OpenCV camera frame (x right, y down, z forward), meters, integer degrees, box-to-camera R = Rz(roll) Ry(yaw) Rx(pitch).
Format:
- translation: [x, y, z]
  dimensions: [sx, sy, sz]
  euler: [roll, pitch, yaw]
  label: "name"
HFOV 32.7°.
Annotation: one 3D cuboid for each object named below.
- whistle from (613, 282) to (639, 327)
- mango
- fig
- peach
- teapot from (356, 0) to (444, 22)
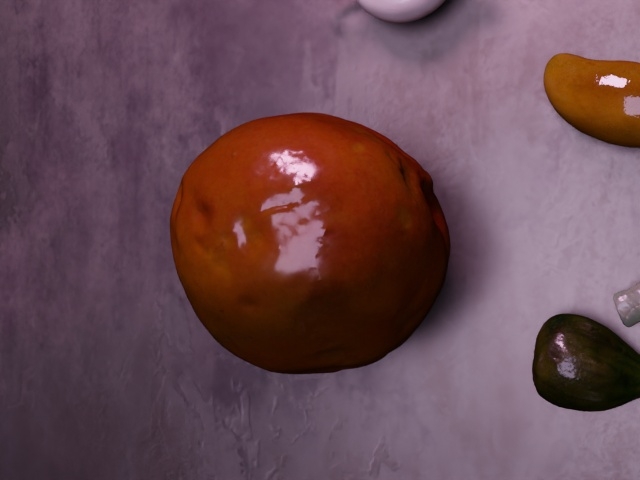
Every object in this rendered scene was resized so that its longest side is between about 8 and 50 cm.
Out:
- translation: [0.471, 0.036, 1.280]
  dimensions: [0.258, 0.067, 0.126]
  euler: [-26, 67, 22]
  label: "whistle"
- translation: [0.349, -0.172, 1.316]
  dimensions: [0.184, 0.085, 0.102]
  euler: [25, 97, 24]
  label: "mango"
- translation: [0.341, 0.160, 1.315]
  dimensions: [0.178, 0.117, 0.117]
  euler: [18, 96, -2]
  label: "fig"
- translation: [0.000, 0.000, 1.312]
  dimensions: [0.302, 0.343, 0.342]
  euler: [-30, 80, 17]
  label: "peach"
- translation: [0.098, -0.350, 1.407]
  dimensions: [0.226, 0.092, 0.145]
  euler: [-14, 82, 21]
  label: "teapot"
